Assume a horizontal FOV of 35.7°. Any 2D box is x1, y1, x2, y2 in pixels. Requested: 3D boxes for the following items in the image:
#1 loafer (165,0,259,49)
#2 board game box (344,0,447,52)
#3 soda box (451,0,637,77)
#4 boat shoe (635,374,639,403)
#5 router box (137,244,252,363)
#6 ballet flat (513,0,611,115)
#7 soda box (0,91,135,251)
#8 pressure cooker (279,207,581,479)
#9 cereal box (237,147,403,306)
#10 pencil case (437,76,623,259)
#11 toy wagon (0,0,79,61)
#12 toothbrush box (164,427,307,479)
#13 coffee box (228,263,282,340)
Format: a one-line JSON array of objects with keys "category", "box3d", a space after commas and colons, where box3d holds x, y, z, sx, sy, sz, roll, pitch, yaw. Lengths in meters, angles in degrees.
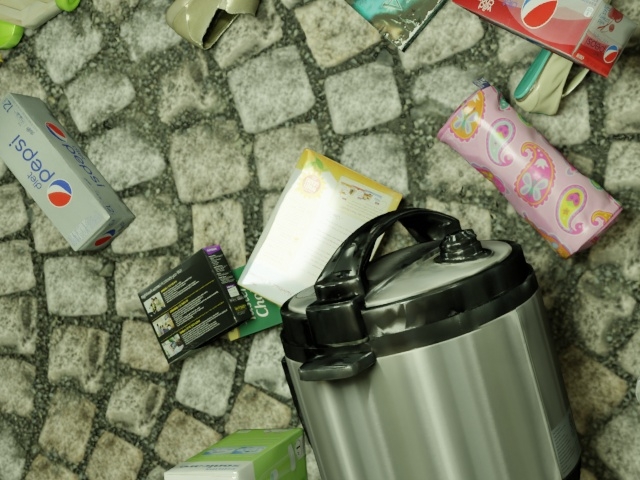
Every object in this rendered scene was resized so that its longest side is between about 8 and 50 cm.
[{"category": "loafer", "box3d": [-0.127, -0.404, 1.582, 0.268, 0.102, 0.092, -38, 83, 24]}, {"category": "board game box", "box3d": [0.142, -0.402, 1.533, 0.126, 0.026, 0.186, 43, 103, 11]}, {"category": "soda box", "box3d": [0.305, -0.319, 1.385, 0.263, 0.092, 0.083, 42, 109, 48]}, {"category": "boat shoe", "box3d": [0.561, 0.159, 1.396, 0.267, 0.088, 0.096, -32, 83, 16]}, {"category": "router box", "box3d": [-0.207, 0.105, 1.618, 0.179, 0.046, 0.133, -32, 79, 34]}, {"category": "ballet flat", "box3d": [0.371, -0.293, 1.450, 0.086, 0.086, 0.248, 31, 102, 13]}, {"category": "soda box", "box3d": [-0.447, -0.115, 1.686, 0.091, 0.098, 0.286, -43, 81, 13]}, {"category": "pressure cooker", "box3d": [0.143, 0.165, 1.363, 0.375, 0.370, 0.421, -17, 98, -7]}, {"category": "cereal box", "box3d": [0.000, 0.000, 1.547, 0.173, 0.047, 0.240, 27, 89, 4]}, {"category": "pencil case", "box3d": [0.304, -0.104, 1.449, 0.284, 0.124, 0.124, 47, 104, 11]}, {"category": "toy wagon", "box3d": [-0.529, -0.472, 1.714, 0.267, 0.068, 0.345, 19, 98, 16]}, {"category": "toothbrush box", "box3d": [-0.115, 0.416, 1.511, 0.122, 0.283, 0.206, -5, 92, 17]}, {"category": "coffee box", "box3d": [-0.079, 0.083, 1.612, 0.184, 0.040, 0.113, -19, 86, 17]}]
